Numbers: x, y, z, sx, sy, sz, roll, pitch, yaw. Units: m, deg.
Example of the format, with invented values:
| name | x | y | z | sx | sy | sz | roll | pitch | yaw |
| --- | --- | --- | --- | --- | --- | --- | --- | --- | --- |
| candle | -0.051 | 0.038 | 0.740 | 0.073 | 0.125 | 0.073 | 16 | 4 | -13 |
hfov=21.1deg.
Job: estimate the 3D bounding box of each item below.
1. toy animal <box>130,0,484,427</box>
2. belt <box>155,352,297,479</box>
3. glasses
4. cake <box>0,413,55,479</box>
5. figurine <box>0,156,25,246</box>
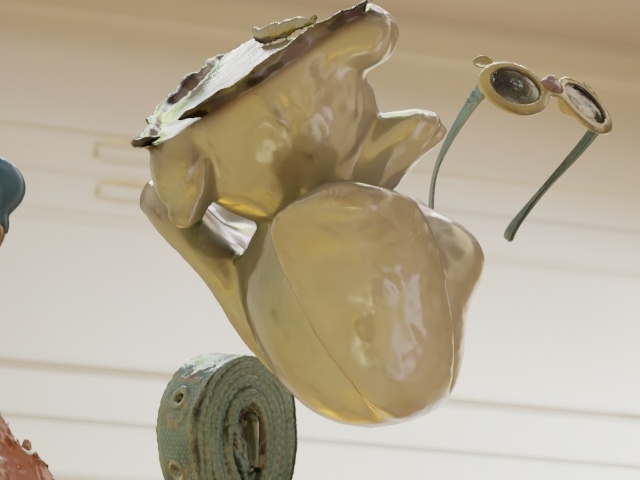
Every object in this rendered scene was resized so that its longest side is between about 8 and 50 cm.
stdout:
| name | x | y | z | sx | sy | sz | roll | pitch | yaw |
| --- | --- | --- | --- | --- | --- | --- | --- | --- | --- |
| toy animal | -0.001 | -0.012 | 1.129 | 0.289 | 0.174 | 0.249 | 50 | 158 | 4 |
| belt | -0.093 | 0.193 | 1.669 | 0.082 | 0.147 | 0.163 | -3 | 62 | 47 |
| glasses | 0.230 | -0.089 | 1.998 | 0.088 | 0.189 | 0.221 | 49 | 123 | 53 |
| cake | -0.533 | 0.338 | 2.289 | 0.314 | 0.293 | 0.307 | 61 | -168 | 25 |
| figurine | -0.465 | -0.019 | 2.054 | 0.154 | 0.180 | 0.262 | 76 | -156 | -73 |
